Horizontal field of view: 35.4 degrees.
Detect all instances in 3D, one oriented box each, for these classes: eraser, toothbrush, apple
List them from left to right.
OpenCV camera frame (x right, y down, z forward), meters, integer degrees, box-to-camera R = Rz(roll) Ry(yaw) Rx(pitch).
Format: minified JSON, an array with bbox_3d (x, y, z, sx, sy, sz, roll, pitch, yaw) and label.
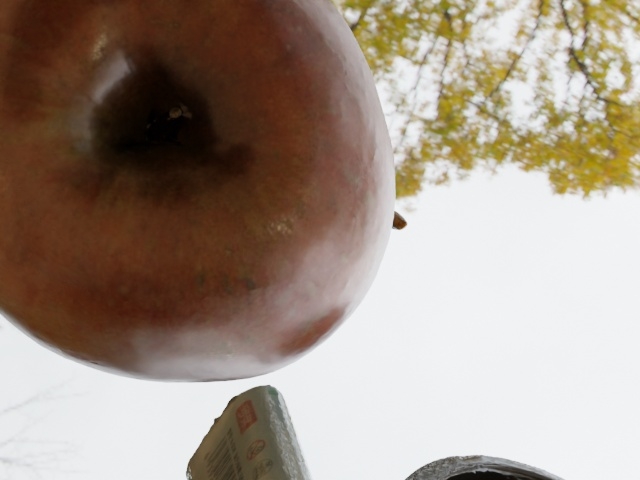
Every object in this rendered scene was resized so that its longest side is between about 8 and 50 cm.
[{"bbox_3d":[-0.080,-0.044,0.534,0.253,0.253,0.254,-14,-109,45],"label":"apple"},{"bbox_3d":[-0.084,0.287,1.144,0.174,0.081,0.227,-56,-158,11],"label":"eraser"},{"bbox_3d":[0.065,-0.057,1.398,0.023,0.031,0.321,-36,-162,-3],"label":"toothbrush"}]

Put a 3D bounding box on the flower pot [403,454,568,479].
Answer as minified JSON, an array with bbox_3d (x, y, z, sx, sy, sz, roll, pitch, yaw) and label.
[{"bbox_3d":[0.172,0.408,0.868,0.379,0.379,0.251,53,-55,40],"label":"flower pot"}]
